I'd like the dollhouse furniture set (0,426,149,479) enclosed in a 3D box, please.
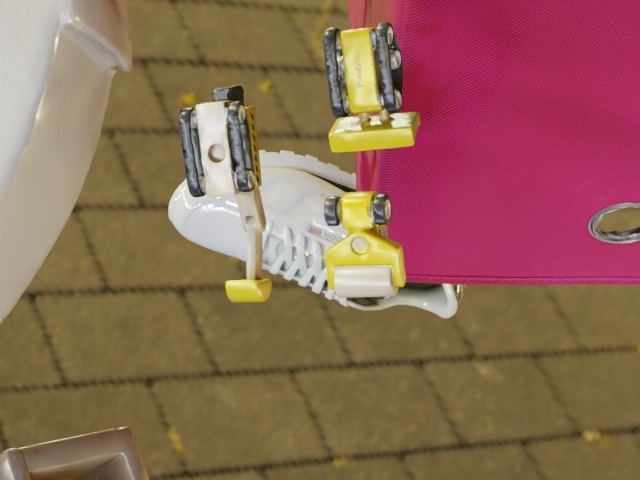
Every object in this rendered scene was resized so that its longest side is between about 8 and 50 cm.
[{"bbox_3d":[-0.166,0.282,0.649,0.303,0.174,0.355,-9,68,-39],"label":"dollhouse furniture set"}]

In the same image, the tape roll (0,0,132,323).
[{"bbox_3d":[-0.273,-0.087,0.726,0.392,0.392,0.072,50,2,18],"label":"tape roll"}]

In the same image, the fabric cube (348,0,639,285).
[{"bbox_3d":[0.145,-0.150,0.851,0.254,0.258,0.259,-1,61,-3],"label":"fabric cube"}]

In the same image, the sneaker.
[{"bbox_3d":[0.000,0.000,1.361,0.235,0.090,0.094,9,45,-11],"label":"sneaker"}]

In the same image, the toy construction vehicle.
[{"bbox_3d":[-0.003,-0.027,0.651,0.035,0.086,0.098,-33,116,-70],"label":"toy construction vehicle"}]
